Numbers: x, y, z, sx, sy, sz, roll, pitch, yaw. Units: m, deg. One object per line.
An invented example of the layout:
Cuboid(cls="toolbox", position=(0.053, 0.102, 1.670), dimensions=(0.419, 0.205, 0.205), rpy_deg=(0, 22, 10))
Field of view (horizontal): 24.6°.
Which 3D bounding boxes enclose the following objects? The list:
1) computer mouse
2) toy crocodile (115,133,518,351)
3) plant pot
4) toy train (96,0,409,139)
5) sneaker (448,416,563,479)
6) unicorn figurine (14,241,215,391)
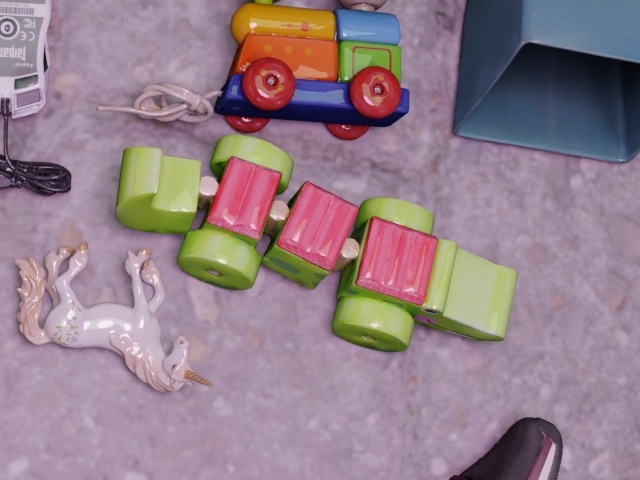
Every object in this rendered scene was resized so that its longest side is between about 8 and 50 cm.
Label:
Cuboid(cls="computer mouse", position=(-0.247, -0.132, 1.170), dimensions=(0.106, 0.042, 0.193), rpy_deg=(3, 81, -9))
Cuboid(cls="toy crocodile", position=(0.000, 0.000, 1.166), dimensions=(0.340, 0.105, 0.115), rpy_deg=(22, 72, -9))
Cuboid(cls="plant pot", position=(0.219, -0.216, 1.253), dimensions=(0.165, 0.165, 0.234), rpy_deg=(9, 66, -12))
Cuboid(cls="toy train", position=(-0.053, -0.166, 1.188), dimensions=(0.248, 0.105, 0.143), rpy_deg=(3, 81, -14))
Cuboid(cls="sneaker", position=(0.060, 0.221, 1.129), dimensions=(0.162, 0.106, 0.281), rpy_deg=(36, 71, -1))
Cuboid(cls="unicorn figurine", position=(-0.156, 0.061, 1.141), dimensions=(0.161, 0.060, 0.111), rpy_deg=(2, 76, 2))
